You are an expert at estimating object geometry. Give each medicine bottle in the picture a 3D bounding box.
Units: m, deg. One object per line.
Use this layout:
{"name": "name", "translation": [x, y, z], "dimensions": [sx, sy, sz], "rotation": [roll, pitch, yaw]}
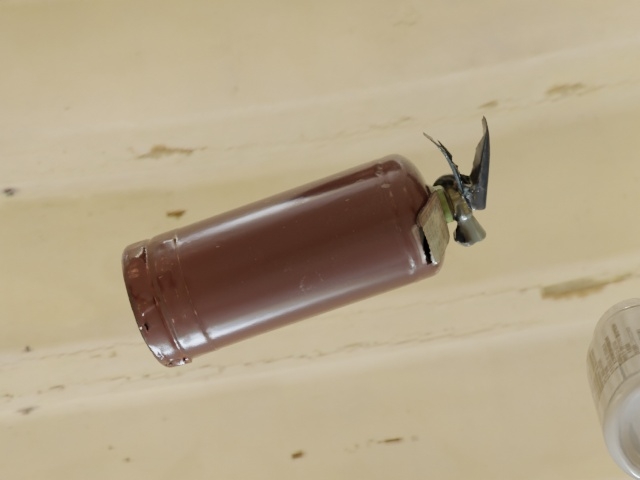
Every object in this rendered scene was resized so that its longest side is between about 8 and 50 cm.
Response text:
{"name": "medicine bottle", "translation": [0.204, 0.086, 0.737], "dimensions": [0.079, 0.079, 0.140], "rotation": [62, -167, -11]}

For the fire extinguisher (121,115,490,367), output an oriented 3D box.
{"name": "fire extinguisher", "translation": [0.000, 0.000, 0.851], "dimensions": [0.105, 0.269, 0.105], "rotation": [-19, -90, -85]}
